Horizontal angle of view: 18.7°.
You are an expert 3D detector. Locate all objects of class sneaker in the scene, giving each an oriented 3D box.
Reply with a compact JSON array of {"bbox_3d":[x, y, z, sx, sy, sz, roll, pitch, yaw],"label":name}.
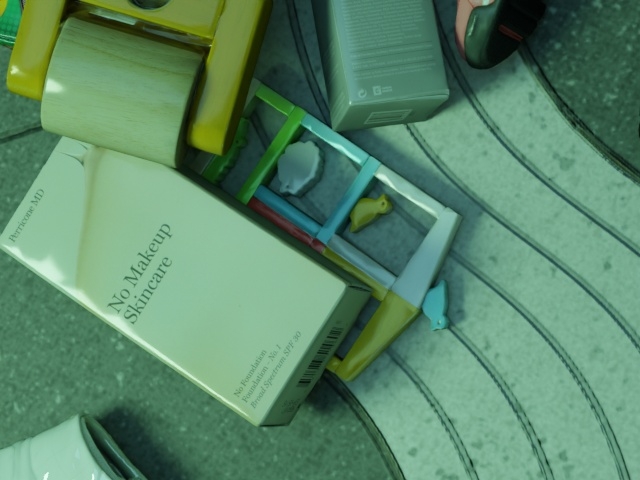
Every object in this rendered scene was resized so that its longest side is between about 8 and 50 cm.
[{"bbox_3d":[0.145,-0.310,1.816,0.136,0.116,0.314,5,79,25],"label":"sneaker"},{"bbox_3d":[-0.216,0.310,1.840,0.169,0.108,0.292,-28,78,13],"label":"sneaker"}]

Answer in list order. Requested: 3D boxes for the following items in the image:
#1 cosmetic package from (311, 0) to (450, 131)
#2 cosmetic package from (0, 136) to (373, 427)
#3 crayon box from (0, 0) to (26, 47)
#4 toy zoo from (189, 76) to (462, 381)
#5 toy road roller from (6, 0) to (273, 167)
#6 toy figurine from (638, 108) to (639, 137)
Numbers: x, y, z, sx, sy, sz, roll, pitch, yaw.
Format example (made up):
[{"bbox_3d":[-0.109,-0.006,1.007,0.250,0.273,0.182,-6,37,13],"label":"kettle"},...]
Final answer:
[{"bbox_3d":[0.044,-0.230,1.802,0.107,0.127,0.238,-6,84,-7],"label":"cosmetic package"},{"bbox_3d":[-0.125,0.026,1.807,0.309,0.113,0.160,32,94,14],"label":"cosmetic package"},{"bbox_3d":[-0.246,-0.313,1.871,0.081,0.165,0.278,13,89,15],"label":"crayon box"},{"bbox_3d":[0.000,0.000,1.851,0.293,0.030,0.192,35,94,15],"label":"toy zoo"},{"bbox_3d":[-0.137,-0.240,1.794,0.202,0.240,0.329,17,92,4],"label":"toy road roller"},{"bbox_3d":[0.356,-0.158,1.682,0.148,0.209,0.213,12,88,3],"label":"toy figurine"}]
